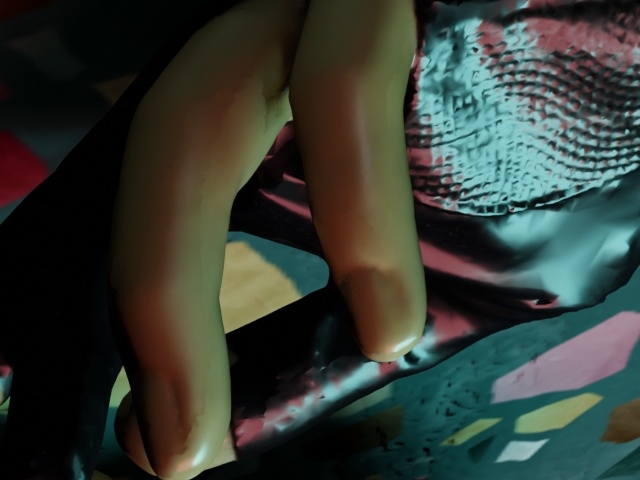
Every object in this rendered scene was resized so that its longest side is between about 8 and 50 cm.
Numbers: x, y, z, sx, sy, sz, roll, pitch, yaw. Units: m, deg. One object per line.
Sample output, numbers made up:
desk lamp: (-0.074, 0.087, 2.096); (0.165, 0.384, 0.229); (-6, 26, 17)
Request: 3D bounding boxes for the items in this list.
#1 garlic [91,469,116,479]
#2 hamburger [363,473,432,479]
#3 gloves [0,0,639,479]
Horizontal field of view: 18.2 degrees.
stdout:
garlic: (-0.156, 0.180, 0.861); (0.245, 0.164, 0.145); (-27, 163, 28)
hamburger: (-0.051, 0.285, 1.003); (0.268, 0.287, 0.445); (42, 92, -20)
gloves: (0.000, -0.007, 0.630); (0.301, 0.152, 0.197); (-36, 153, -24)
